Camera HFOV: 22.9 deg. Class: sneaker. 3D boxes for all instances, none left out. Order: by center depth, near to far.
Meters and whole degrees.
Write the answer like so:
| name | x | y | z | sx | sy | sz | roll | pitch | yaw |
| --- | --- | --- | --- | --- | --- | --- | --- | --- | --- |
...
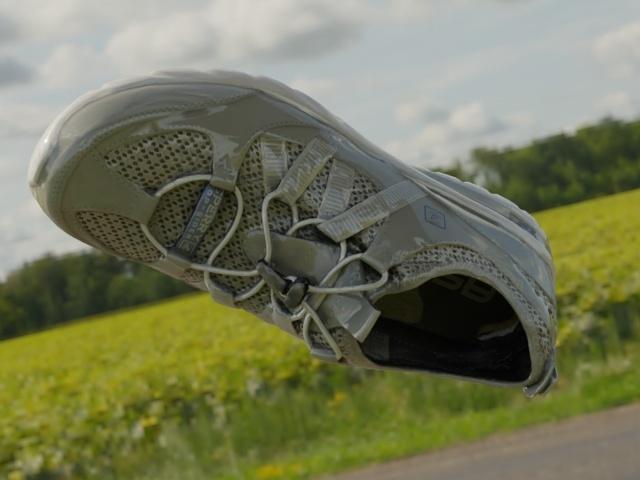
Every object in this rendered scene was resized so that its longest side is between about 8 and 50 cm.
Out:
| name | x | y | z | sx | sy | sz | roll | pitch | yaw |
| --- | --- | --- | --- | --- | --- | --- | --- | --- | --- |
| sneaker | 0.000 | 0.000 | 0.756 | 0.281 | 0.105 | 0.115 | 15 | 29 | -18 |
